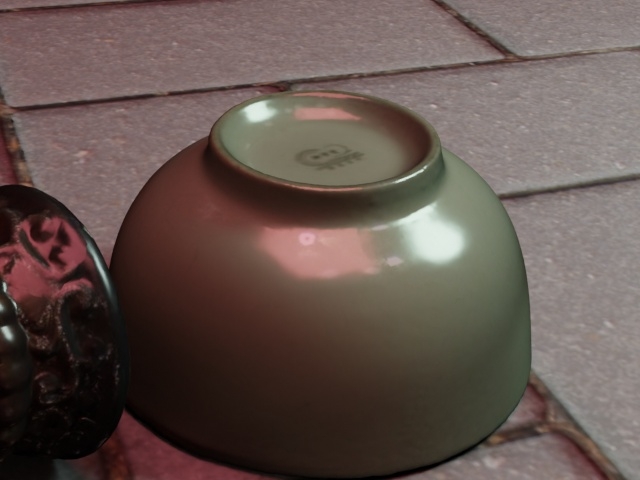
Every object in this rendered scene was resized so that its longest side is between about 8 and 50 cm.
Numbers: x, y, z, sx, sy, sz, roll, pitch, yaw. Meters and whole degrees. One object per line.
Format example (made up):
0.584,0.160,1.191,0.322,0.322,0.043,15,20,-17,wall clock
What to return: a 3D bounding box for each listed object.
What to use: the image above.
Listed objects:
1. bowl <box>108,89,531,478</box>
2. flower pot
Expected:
0.000,0.000,0.870,0.354,0.185,0.354,2,31,-1,bowl
-0.276,0.081,0.666,0.267,0.266,0.267,29,29,36,flower pot
